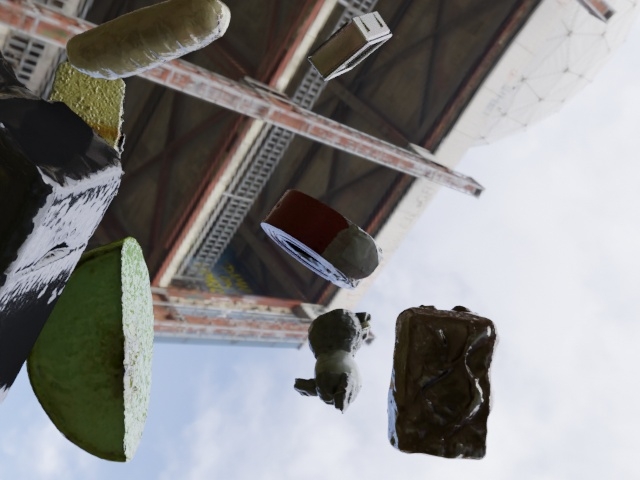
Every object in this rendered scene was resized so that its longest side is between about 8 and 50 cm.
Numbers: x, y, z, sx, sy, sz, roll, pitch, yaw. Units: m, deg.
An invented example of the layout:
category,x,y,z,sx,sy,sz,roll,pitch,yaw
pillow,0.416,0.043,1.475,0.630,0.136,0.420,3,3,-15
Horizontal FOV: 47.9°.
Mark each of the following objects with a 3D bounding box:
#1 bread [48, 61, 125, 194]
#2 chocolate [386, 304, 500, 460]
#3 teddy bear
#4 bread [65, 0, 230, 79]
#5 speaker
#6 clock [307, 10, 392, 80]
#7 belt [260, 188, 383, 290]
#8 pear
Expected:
category,x,y,z,sx,sy,sz,roll,pitch,yaw
bread,-0.493,-0.212,1.437,0.178,0.142,0.266,-13,-115,32
chocolate,0.175,0.195,1.016,0.093,0.148,0.214,134,-38,-82
teddy bear,0.027,0.289,1.655,0.171,0.144,0.251,-13,-126,32
bread,-0.193,-0.216,0.797,0.214,0.073,0.053,-9,-107,27
speaker,-0.352,0.008,0.694,0.184,0.180,0.388,32,-76,1
clock,0.071,-0.452,1.668,0.147,0.192,0.071,-34,-85,30
belt,0.000,0.000,1.655,0.324,0.227,0.115,27,-104,47
pear,-0.301,0.136,0.999,0.139,0.239,0.288,0,-88,4
